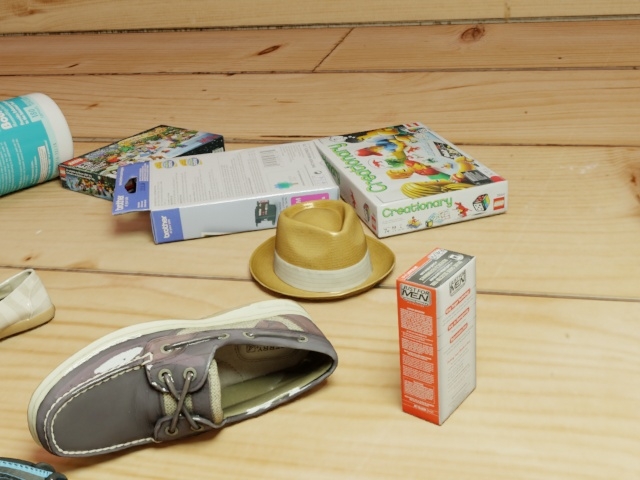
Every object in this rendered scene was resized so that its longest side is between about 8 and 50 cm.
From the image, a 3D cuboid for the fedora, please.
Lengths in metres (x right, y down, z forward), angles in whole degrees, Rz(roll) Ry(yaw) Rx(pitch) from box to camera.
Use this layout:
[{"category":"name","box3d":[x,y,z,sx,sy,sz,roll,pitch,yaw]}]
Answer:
[{"category":"fedora","box3d":[0.000,0.000,1.011,0.194,0.079,0.194,-4,26,2]}]

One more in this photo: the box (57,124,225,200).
[{"category":"box","box3d":[-0.296,-0.134,1.383,0.159,0.044,0.233,14,31,34]}]

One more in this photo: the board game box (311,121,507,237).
[{"category":"board game box","box3d":[0.121,-0.101,1.231,0.192,0.053,0.305,-12,26,-14]}]

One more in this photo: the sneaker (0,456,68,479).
[{"category":"sneaker","box3d":[-0.197,0.204,0.569,0.340,0.125,0.140,6,19,14]}]

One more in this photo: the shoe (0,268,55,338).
[{"category":"shoe","box3d":[-0.397,0.096,0.900,0.076,0.058,0.219,16,33,37]}]

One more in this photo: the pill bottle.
[{"category":"pill bottle","box3d":[-0.545,-0.138,1.318,0.264,0.146,0.146,-26,33,-38]}]

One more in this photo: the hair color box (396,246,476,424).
[{"category":"hair color box","box3d":[0.106,0.086,0.739,0.043,0.141,0.072,15,31,35]}]

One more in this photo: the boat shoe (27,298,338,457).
[{"category":"boat shoe","box3d":[-0.113,0.127,0.742,0.285,0.103,0.092,-13,21,-30]}]

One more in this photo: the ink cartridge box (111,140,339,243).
[{"category":"ink cartridge box","box3d":[-0.142,-0.073,1.205,0.310,0.065,0.186,-6,28,-9]}]
